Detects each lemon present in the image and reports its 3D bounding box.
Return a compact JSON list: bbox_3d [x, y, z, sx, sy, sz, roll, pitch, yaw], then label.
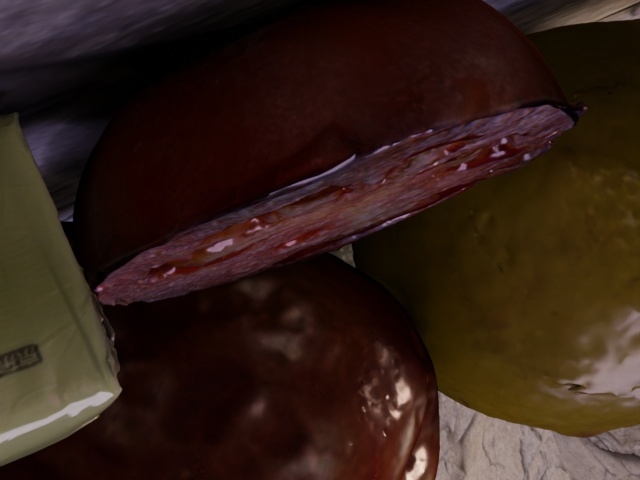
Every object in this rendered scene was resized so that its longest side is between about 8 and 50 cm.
[{"bbox_3d":[0.165,-0.009,0.757,0.284,0.260,0.260,10,162,-29],"label":"lemon"}]

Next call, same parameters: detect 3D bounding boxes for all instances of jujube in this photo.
[{"bbox_3d":[-0.092,0.090,0.702,0.318,0.223,0.223,12,-172,17],"label":"jujube"}]

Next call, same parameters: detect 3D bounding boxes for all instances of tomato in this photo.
[{"bbox_3d":[-0.005,-0.045,0.521,0.225,0.085,0.225,-18,175,-2],"label":"tomato"}]

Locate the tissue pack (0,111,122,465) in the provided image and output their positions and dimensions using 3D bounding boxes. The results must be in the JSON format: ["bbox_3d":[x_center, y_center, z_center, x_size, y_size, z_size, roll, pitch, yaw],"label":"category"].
[{"bbox_3d":[-0.208,0.052,0.462,0.234,0.125,0.159,-20,178,-22],"label":"tissue pack"}]

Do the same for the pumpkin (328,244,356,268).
[{"bbox_3d":[-0.025,0.008,0.980,0.167,0.125,0.167,-35,-158,16],"label":"pumpkin"}]
